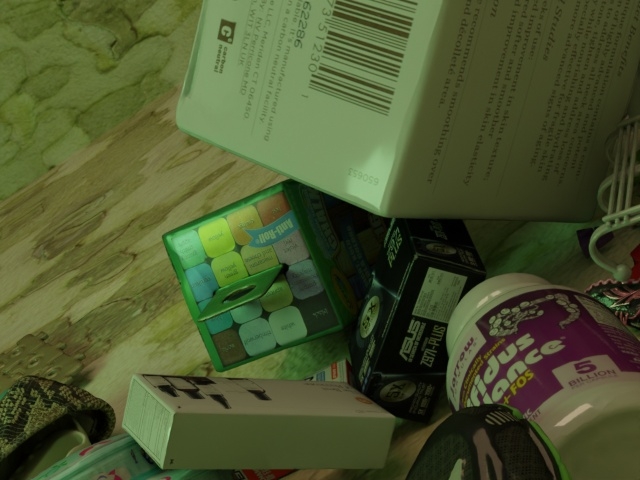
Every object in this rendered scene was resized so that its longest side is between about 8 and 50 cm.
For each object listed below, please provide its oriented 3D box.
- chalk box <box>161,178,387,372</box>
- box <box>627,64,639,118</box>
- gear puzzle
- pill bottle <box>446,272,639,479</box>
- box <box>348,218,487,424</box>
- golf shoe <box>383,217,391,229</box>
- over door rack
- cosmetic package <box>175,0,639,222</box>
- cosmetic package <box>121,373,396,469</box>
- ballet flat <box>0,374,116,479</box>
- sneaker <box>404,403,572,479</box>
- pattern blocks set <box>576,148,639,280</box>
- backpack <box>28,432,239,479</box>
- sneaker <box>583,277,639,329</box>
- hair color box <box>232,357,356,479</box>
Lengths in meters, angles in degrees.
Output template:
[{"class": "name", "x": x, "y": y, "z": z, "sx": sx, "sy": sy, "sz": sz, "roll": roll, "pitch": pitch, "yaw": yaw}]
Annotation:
[{"class": "chalk box", "x": -0.049, "y": 0.030, "z": 1.501, "sx": 0.180, "sy": 0.179, "sz": 0.289, "roll": -22, "pitch": 0, "yaw": 25}, {"class": "box", "x": 0.504, "y": -0.244, "z": 1.505, "sx": 0.262, "sy": 0.126, "sz": 0.231, "roll": -9, "pitch": 16, "yaw": 45}, {"class": "gear puzzle", "x": -0.421, "y": 0.225, "z": 1.903, "sx": 0.175, "sy": 0.044, "sz": 0.339, "roll": -38, "pitch": 25, "yaw": -21}, {"class": "pill bottle", "x": 0.199, "y": 0.136, "z": 1.074, "sx": 0.169, "sy": 0.169, "sz": 0.301, "roll": -31, "pitch": 21, "yaw": 2}, {"class": "box", "x": 0.095, "y": 0.073, "z": 1.342, "sx": 0.147, "sy": 0.078, "sz": 0.180, "roll": -98, "pitch": 25, "yaw": -67}, {"class": "golf shoe", "x": 0.000, "y": 0.000, "z": 1.773, "sx": 0.273, "sy": 0.105, "sz": 0.120, "roll": -8, "pitch": 15, "yaw": 35}, {"class": "over door rack", "x": 0.422, "y": -0.098, "z": 1.270, "sx": 0.324, "sy": 0.108, "sz": 0.239, "roll": -34, "pitch": 17, "yaw": 30}, {"class": "cosmetic package", "x": 0.115, "y": -0.220, "z": 1.427, "sx": 0.327, "sy": 0.329, "sz": 0.394, "roll": 24, "pitch": 15, "yaw": 39}, {"class": "cosmetic package", "x": -0.055, "y": 0.170, "z": 1.222, "sx": 0.239, "sy": 0.060, "sz": 0.099, "roll": 6, "pitch": 14, "yaw": -33}, {"class": "ballet flat", "x": -0.386, "y": 0.328, "z": 1.497, "sx": 0.182, "sy": 0.164, "sz": 0.483, "roll": 4, "pitch": 34, "yaw": 24}, {"class": "sneaker", "x": 0.000, "y": 0.301, "z": 0.830, "sx": 0.482, "sy": 0.202, "sz": 0.185, "roll": -54, "pitch": 30, "yaw": -14}, {"class": "pattern blocks set", "x": 0.427, "y": -0.066, "z": 1.406, "sx": 0.325, "sy": 0.026, "sz": 0.285, "roll": -32, "pitch": 21, "yaw": -2}, {"class": "backpack", "x": -0.187, "y": 0.285, "z": 1.229, "sx": 0.254, "sy": 0.191, "sz": 0.225, "roll": -24, "pitch": -6, "yaw": 2}, {"class": "sneaker", "x": 0.302, "y": 0.066, "z": 1.270, "sx": 0.119, "sy": 0.047, "sz": 0.057, "roll": -19, "pitch": 36, "yaw": 32}, {"class": "hair color box", "x": -0.032, "y": 0.202, "z": 1.403, "sx": 0.167, "sy": 0.053, "sz": 0.093, "roll": -29, "pitch": 22, "yaw": 11}]
